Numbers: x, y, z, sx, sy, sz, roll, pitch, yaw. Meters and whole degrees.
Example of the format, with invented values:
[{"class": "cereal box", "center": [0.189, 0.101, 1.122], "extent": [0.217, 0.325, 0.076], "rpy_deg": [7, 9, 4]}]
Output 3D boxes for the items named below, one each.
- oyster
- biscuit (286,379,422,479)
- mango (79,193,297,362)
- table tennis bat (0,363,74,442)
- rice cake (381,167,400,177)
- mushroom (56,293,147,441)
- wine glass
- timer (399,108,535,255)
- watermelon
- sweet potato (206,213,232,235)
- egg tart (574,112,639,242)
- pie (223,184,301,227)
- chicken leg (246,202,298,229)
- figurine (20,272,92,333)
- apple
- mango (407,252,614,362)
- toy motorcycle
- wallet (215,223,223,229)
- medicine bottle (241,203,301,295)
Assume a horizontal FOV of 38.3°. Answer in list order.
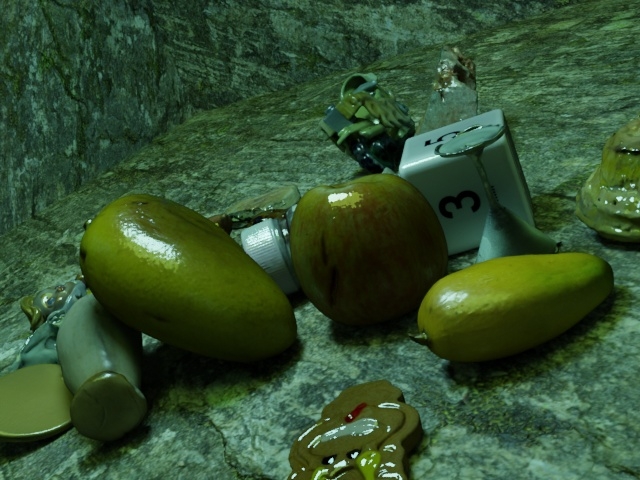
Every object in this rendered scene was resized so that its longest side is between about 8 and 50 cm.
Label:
[{"class": "oyster", "center": [-0.503, 0.225, 1.830], "extent": [0.199, 0.087, 0.252], "rpy_deg": [11, 53, 2]}, {"class": "biscuit", "center": [0.038, 0.264, 1.158], "extent": [0.186, 0.044, 0.295], "rpy_deg": [-16, 20, 13]}, {"class": "mango", "center": [-0.228, 0.077, 1.607], "extent": [0.445, 0.220, 0.301], "rpy_deg": [31, 9, 23]}, {"class": "table tennis bat", "center": [-0.477, 0.266, 1.692], "extent": [0.198, 0.050, 0.321], "rpy_deg": [21, 35, 33]}, {"class": "rice cake", "center": [0.179, -0.110, 2.022], "extent": [0.052, 0.057, 0.256], "rpy_deg": [-23, 18, -5]}, {"class": "mushroom", "center": [-0.386, 0.203, 1.616], "extent": [0.154, 0.137, 0.407], "rpy_deg": [9, 17, -16]}, {"class": "wine glass", "center": [0.280, -0.065, 1.494], "extent": [0.156, 0.232, 0.156], "rpy_deg": [-21, 18, 7]}, {"class": "timer", "center": [0.268, -0.104, 1.679], "extent": [0.195, 0.192, 0.194], "rpy_deg": [-17, 19, 17]}, {"class": "watermelon", "center": [0.306, -0.280, 2.155], "extent": [0.151, 0.302, 0.264], "rpy_deg": [18, 23, 2]}, {"class": "sweet potato", "center": [-0.315, 0.017, 2.199], "extent": [0.354, 0.095, 0.106], "rpy_deg": [-23, -30, 34]}, {"class": "egg tart", "center": [0.569, -0.123, 1.462], "extent": [0.352, 0.150, 0.352], "rpy_deg": [-18, 22, 8]}, {"class": "pie", "center": [-0.141, -0.094, 2.366], "extent": [0.218, 0.052, 0.185], "rpy_deg": [-7, 25, 44]}, {"class": "chicken leg", "center": [-0.090, -0.021, 2.076], "extent": [0.177, 0.083, 0.322], "rpy_deg": [-13, 20, 2]}, {"class": "figurine", "center": [-0.511, 0.148, 2.024], "extent": [0.274, 0.133, 0.194], "rpy_deg": [-16, 34, -8]}, {"class": "apple", "center": [0.075, 0.003, 1.531], "extent": [0.264, 0.264, 0.264], "rpy_deg": [-20, 18, 7]}, {"class": "mango", "center": [0.268, 0.087, 1.284], "extent": [0.316, 0.119, 0.176], "rpy_deg": [-16, 15, -6]}, {"class": "toy motorcycle", "center": [0.131, -0.306, 2.367], "extent": [0.169, 0.237, 0.410], "rpy_deg": [-45, 7, 28]}, {"class": "wallet", "center": [-0.264, 0.084, 1.837], "extent": [0.141, 0.067, 0.241], "rpy_deg": [-13, 50, 18]}, {"class": "medicine bottle", "center": [0.000, 0.000, 1.752], "extent": [0.273, 0.165, 0.165], "rpy_deg": [-21, 18, 5]}]
